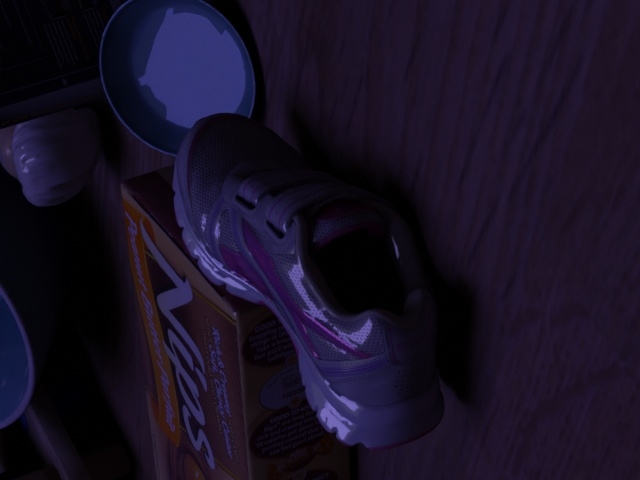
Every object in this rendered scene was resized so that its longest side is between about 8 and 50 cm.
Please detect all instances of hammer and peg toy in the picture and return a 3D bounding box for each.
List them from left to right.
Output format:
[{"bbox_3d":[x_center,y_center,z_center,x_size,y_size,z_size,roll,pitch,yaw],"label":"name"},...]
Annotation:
[{"bbox_3d":[-0.327,0.168,1.953,0.361,0.127,0.266,58,154,26],"label":"hammer and peg toy"}]

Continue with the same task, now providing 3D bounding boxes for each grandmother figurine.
[{"bbox_3d":[-0.287,-0.135,1.651,0.342,0.104,0.208,45,178,46],"label":"grandmother figurine"}]

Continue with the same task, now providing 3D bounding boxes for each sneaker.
[{"bbox_3d":[0.000,0.000,1.144,0.252,0.103,0.111,49,146,28],"label":"sneaker"}]

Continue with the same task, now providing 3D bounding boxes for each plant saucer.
[{"bbox_3d":[-0.093,-0.115,1.281,0.119,0.021,0.119,11,117,21],"label":"plant saucer"}]

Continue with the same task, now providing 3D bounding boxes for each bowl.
[{"bbox_3d":[-0.356,0.011,1.762,0.311,0.163,0.312,19,136,19],"label":"bowl"}]

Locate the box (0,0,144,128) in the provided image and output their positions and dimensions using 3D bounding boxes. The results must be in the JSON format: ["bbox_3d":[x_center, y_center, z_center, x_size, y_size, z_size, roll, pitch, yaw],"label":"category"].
[{"bbox_3d":[-0.213,-0.205,1.332,0.231,0.183,0.056,67,156,5],"label":"box"}]

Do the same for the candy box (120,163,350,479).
[{"bbox_3d":[-0.057,0.117,1.361,0.183,0.087,0.316,44,145,46],"label":"candy box"}]
